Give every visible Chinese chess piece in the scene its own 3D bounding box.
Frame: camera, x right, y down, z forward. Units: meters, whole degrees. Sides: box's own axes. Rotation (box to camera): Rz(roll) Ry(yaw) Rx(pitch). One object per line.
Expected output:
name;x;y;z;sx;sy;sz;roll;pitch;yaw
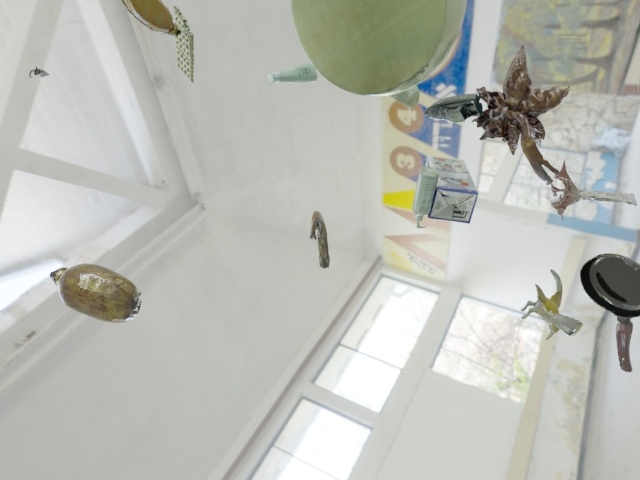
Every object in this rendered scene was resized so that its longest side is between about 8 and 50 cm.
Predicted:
Chinese chess piece;0.111;-0.467;0.873;0.146;0.350;0.349;-48;-37;-41

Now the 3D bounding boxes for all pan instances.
pan;0.502;0.119;0.731;0.040;0.115;0.211;-21;-79;-20

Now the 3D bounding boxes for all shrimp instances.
shrimp;0.000;0.000;1.595;0.152;0.046;0.219;-22;-74;-78

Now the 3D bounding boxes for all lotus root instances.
lotus root;-0.599;0.134;1.173;0.128;0.261;0.145;-66;-7;-48

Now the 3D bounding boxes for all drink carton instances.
drink carton;0.400;-0.170;1.394;0.314;0.131;0.106;-74;-8;-61

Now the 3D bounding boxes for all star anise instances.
star anise;0.493;-0.289;1.054;0.148;0.238;0.345;60;-155;-69

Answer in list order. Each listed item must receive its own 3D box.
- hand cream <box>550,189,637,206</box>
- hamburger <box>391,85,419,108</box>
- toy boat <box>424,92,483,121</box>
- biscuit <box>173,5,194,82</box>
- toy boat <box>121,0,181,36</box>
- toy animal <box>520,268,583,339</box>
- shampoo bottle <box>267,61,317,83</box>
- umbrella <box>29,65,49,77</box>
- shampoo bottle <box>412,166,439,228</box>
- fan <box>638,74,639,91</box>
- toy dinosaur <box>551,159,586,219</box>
hand cream;0.938;-0.144;1.525;0.084;0.257;0.050;-55;-43;-53
hamburger;0.293;-0.521;1.534;0.054;0.121;0.084;1;-56;-58
toy boat;0.311;-0.312;1.050;0.055;0.141;0.060;41;-115;-40
biscuit;-0.448;-0.640;1.453;0.016;0.144;0.203;-20;-35;-31
toy boat;-0.503;-0.676;1.300;0.088;0.088;0.230;-54;-40;6
toy animal;0.510;0.164;1.008;0.219;0.095;0.155;-67;-13;-52
shampoo bottle;-0.095;-0.557;1.483;0.191;0.041;0.069;-25;-81;-37
umbrella;-0.576;-0.347;0.909;0.013;0.122;0.022;21;-75;-21
shampoo bottle;0.290;-0.112;1.247;0.056;0.056;0.195;-47;-30;-43
fan;0.983;-0.500;1.353;0.060;0.003;0.080;-62;-36;-32
toy dinosaur;0.790;-0.159;1.417;0.032;0.108;0.220;-41;-50;-39
